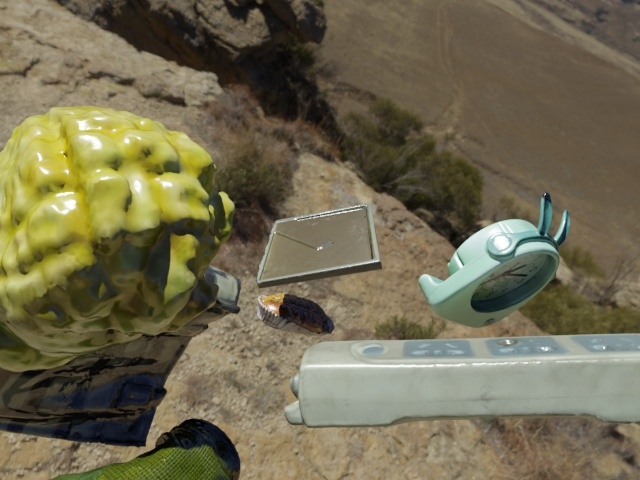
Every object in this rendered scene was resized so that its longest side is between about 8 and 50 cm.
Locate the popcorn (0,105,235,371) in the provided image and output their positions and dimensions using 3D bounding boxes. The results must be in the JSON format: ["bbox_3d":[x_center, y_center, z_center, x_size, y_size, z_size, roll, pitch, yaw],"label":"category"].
[{"bbox_3d":[-0.210,-0.012,0.474,0.174,0.286,0.225,21,57,-46],"label":"popcorn"}]

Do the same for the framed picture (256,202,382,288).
[{"bbox_3d":[0.000,0.001,0.899,0.192,0.018,0.265,-9,22,7],"label":"framed picture"}]

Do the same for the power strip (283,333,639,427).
[{"bbox_3d":[0.118,0.095,0.368,0.286,0.048,0.080,-3,4,11],"label":"power strip"}]

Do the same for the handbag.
[{"bbox_3d":[-0.331,0.125,0.755,0.327,0.325,0.162,30,10,-35],"label":"handbag"}]

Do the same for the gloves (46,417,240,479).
[{"bbox_3d":[-0.164,0.218,0.355,0.268,0.107,0.135,-31,88,-42],"label":"gloves"}]

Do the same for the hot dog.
[{"bbox_3d":[-0.046,0.141,1.018,0.192,0.053,0.099,23,11,-45],"label":"hot dog"}]

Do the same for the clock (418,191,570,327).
[{"bbox_3d":[0.161,0.022,0.464,0.101,0.135,0.041,23,32,-42],"label":"clock"}]
